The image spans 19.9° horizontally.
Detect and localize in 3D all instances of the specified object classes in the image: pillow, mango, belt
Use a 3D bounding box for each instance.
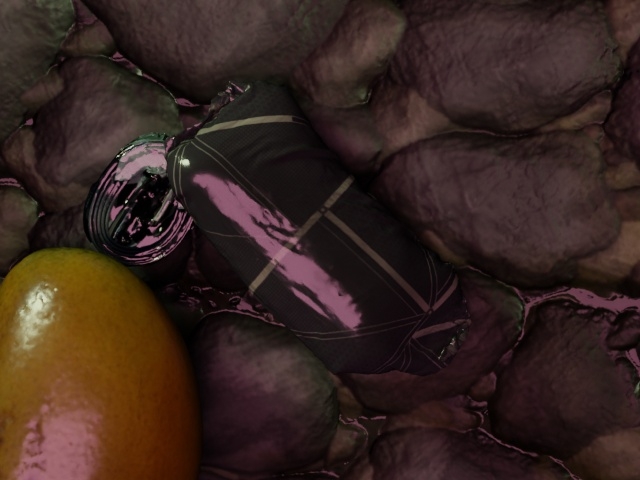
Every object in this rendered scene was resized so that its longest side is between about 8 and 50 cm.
[{"bbox_3d":[0.000,0.000,1.711,0.161,0.092,0.335,-44,94,-10],"label":"pillow"},{"bbox_3d":[-0.244,0.195,1.738,0.264,0.221,0.378,11,96,8],"label":"mango"},{"bbox_3d":[-0.166,-0.038,1.751,0.105,0.058,0.140,30,104,-3],"label":"belt"}]
